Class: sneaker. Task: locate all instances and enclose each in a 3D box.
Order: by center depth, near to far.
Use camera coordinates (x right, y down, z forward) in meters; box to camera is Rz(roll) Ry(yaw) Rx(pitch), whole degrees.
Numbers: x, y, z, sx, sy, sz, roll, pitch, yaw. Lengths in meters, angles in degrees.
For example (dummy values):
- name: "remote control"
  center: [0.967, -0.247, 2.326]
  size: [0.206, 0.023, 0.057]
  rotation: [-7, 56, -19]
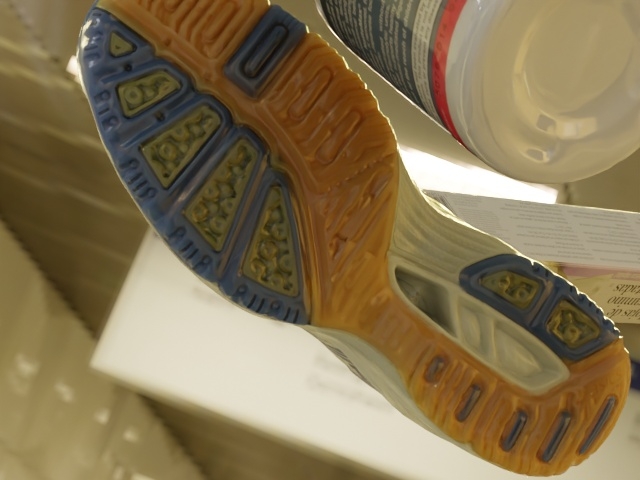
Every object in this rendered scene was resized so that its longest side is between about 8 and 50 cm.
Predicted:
- name: "sneaker"
  center: [0.000, 0.000, 0.864]
  size: [0.296, 0.112, 0.131]
  rotation: [44, -10, -15]

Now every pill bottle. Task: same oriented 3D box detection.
- name: "pill bottle"
  center: [0.057, -0.106, 0.760]
  size: [0.108, 0.108, 0.180]
  rotation: [35, 6, -40]

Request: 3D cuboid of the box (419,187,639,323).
- name: "box"
  center: [0.158, 0.015, 1.372]
  size: [0.324, 0.063, 0.067]
  rotation: [4, 46, -44]
